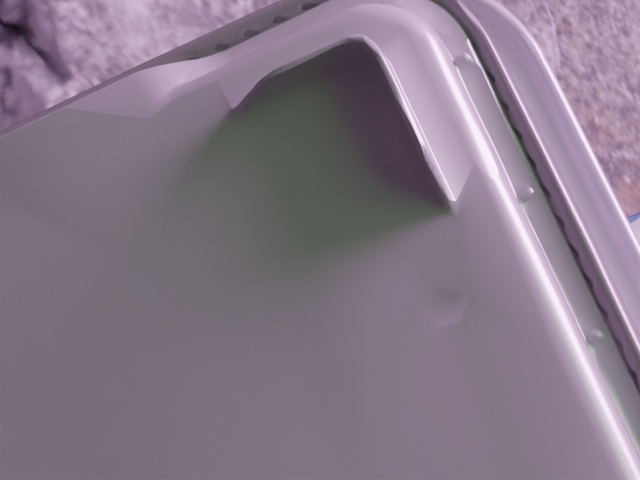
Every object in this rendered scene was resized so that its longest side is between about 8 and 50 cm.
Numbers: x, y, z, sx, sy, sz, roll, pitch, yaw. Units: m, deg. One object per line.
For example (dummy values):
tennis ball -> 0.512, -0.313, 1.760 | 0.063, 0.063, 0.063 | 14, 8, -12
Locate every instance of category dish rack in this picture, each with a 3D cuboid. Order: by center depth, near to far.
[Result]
dish rack -> -0.023, 0.097, 0.477 | 0.072, 0.285, 0.333 | 51, 15, -70

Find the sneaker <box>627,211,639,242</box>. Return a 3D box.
sneaker -> 0.194, 0.013, 0.917 | 0.237, 0.086, 0.085 | -20, 77, -50
